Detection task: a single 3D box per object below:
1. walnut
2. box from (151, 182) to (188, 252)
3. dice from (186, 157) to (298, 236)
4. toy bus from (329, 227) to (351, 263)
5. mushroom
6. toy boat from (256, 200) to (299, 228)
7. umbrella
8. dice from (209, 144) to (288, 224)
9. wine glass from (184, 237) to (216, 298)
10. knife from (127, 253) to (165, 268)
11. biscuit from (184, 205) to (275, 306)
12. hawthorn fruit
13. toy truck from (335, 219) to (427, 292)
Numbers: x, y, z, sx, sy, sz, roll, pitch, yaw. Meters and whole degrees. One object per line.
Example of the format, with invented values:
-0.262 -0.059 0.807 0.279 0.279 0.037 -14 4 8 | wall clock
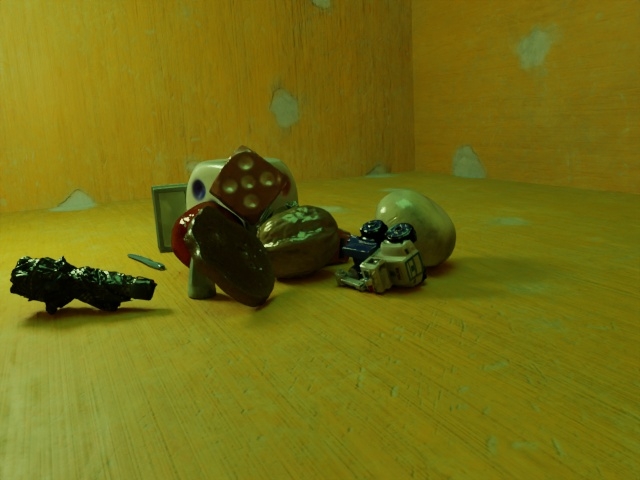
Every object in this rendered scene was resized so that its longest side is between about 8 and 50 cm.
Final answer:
-0.063 0.005 1.698 0.245 0.198 0.198 -16 15 -17 | walnut
-0.509 -0.081 2.161 0.129 0.225 0.086 -8 12 -18 | box
-0.263 -0.119 2.084 0.304 0.304 0.277 6 13 38 | dice
0.000 0.000 1.922 0.119 0.121 0.265 2 8 -22 | toy bus
0.241 -0.010 1.720 0.260 0.234 0.254 38 20 -18 | mushroom
-0.146 -0.045 1.834 0.067 0.220 0.291 33 -5 16 | toy boat
-0.570 0.121 1.497 0.336 0.154 0.128 13 50 -5 | umbrella
-0.211 -0.157 1.805 0.175 0.179 0.174 34 -4 -7 | dice
-0.303 0.066 1.564 0.073 0.155 0.073 -1 15 0 | wine glass
-0.565 0.063 2.002 0.044 0.019 0.313 -2 8 -37 | knife
-0.218 0.041 1.507 0.257 0.049 0.273 36 22 -23 | biscuit
-0.344 -0.006 1.832 0.211 0.211 0.299 -10 3 -29 | hawthorn fruit
0.149 0.056 1.560 0.177 0.161 0.213 -36 29 -32 | toy truck
